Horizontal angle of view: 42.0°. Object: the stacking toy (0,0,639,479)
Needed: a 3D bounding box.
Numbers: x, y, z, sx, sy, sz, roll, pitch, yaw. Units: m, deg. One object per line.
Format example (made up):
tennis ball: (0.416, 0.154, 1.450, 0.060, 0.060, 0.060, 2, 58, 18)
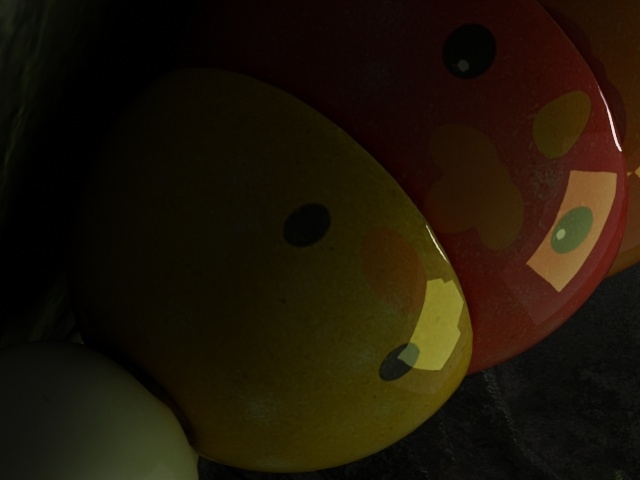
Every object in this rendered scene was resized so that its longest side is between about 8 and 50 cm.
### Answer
stacking toy: (0.000, 0.000, 0.425, 0.480, 0.351, 0.350, -49, 175, -30)
